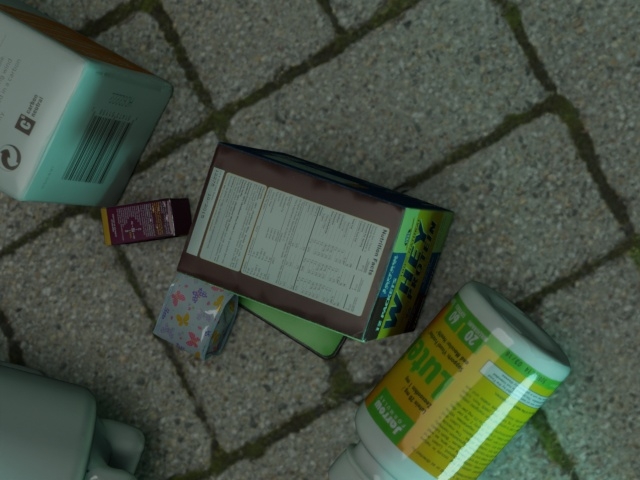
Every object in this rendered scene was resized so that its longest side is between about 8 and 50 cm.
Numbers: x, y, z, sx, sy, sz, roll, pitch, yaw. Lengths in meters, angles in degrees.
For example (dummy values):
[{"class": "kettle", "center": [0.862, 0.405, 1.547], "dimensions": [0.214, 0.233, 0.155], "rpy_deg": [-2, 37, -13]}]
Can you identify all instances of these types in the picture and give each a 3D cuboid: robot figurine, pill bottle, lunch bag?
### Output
[{"class": "robot figurine", "center": [-0.367, 0.226, 1.713], "dimensions": [0.354, 0.300, 0.199], "rpy_deg": [16, 120, -11]}, {"class": "pill bottle", "center": [0.122, 0.173, 1.633], "dimensions": [0.136, 0.136, 0.245], "rpy_deg": [42, 101, 13]}, {"class": "lunch bag", "center": [-0.129, 0.076, 1.759], "dimensions": [0.071, 0.053, 0.083], "rpy_deg": [25, 107, 18]}]

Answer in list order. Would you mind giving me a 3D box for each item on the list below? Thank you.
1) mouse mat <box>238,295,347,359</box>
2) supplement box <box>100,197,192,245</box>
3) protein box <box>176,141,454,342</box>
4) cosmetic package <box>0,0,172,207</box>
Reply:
[{"class": "mouse mat", "center": [-0.030, 0.019, 1.751], "dimensions": [0.190, 0.007, 0.152], "rpy_deg": [31, 99, 14]}, {"class": "supplement box", "center": [-0.188, -0.020, 1.776], "dimensions": [0.083, 0.055, 0.043], "rpy_deg": [-8, 88, 18]}, {"class": "protein box", "center": [0.000, 0.000, 1.633], "dimensions": [0.201, 0.200, 0.136], "rpy_deg": [20, 96, 16]}, {"class": "cosmetic package", "center": [-0.414, -0.210, 1.760], "dimensions": [0.453, 0.230, 0.161], "rpy_deg": [29, 97, 15]}]
